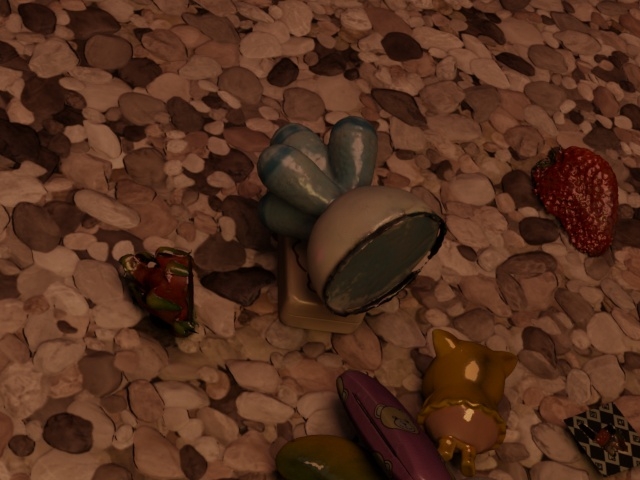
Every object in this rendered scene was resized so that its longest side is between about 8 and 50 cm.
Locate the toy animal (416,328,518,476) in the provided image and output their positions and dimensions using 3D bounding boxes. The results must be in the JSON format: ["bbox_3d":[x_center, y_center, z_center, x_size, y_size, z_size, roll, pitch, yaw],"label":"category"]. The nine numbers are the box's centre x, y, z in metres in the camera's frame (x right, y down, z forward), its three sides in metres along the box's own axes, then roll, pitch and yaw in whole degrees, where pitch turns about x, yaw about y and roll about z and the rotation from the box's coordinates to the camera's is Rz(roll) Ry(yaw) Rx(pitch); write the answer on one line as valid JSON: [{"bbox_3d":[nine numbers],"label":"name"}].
[{"bbox_3d":[0.225,0.256,1.812,0.156,0.156,0.230,17,51,-6],"label":"toy animal"}]

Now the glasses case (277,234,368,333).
[{"bbox_3d":[0.000,0.000,1.985,0.144,0.076,0.336,8,49,-14],"label":"glasses case"}]

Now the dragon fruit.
[{"bbox_3d":[-0.241,0.077,1.820,0.175,0.138,0.142,15,21,20],"label":"dragon fruit"}]

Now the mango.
[{"bbox_3d":[0.033,0.348,1.699,0.191,0.085,0.122,40,50,11],"label":"mango"}]

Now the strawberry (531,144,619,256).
[{"bbox_3d":[0.519,-0.100,2.239,0.175,0.107,0.236,-23,63,-33],"label":"strawberry"}]

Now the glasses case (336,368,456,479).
[{"bbox_3d":[0.114,0.298,1.700,0.123,0.076,0.316,41,6,-36],"label":"glasses case"}]

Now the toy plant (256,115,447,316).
[{"bbox_3d":[0.018,-0.069,1.858,0.247,0.247,0.332,-19,56,-32],"label":"toy plant"}]

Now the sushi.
[{"bbox_3d":[0.474,0.336,1.912,0.126,0.026,0.120,-11,53,-33],"label":"sushi"}]

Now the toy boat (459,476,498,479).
[{"bbox_3d":[0.209,0.424,1.682,0.155,0.085,0.227,35,47,30],"label":"toy boat"}]
